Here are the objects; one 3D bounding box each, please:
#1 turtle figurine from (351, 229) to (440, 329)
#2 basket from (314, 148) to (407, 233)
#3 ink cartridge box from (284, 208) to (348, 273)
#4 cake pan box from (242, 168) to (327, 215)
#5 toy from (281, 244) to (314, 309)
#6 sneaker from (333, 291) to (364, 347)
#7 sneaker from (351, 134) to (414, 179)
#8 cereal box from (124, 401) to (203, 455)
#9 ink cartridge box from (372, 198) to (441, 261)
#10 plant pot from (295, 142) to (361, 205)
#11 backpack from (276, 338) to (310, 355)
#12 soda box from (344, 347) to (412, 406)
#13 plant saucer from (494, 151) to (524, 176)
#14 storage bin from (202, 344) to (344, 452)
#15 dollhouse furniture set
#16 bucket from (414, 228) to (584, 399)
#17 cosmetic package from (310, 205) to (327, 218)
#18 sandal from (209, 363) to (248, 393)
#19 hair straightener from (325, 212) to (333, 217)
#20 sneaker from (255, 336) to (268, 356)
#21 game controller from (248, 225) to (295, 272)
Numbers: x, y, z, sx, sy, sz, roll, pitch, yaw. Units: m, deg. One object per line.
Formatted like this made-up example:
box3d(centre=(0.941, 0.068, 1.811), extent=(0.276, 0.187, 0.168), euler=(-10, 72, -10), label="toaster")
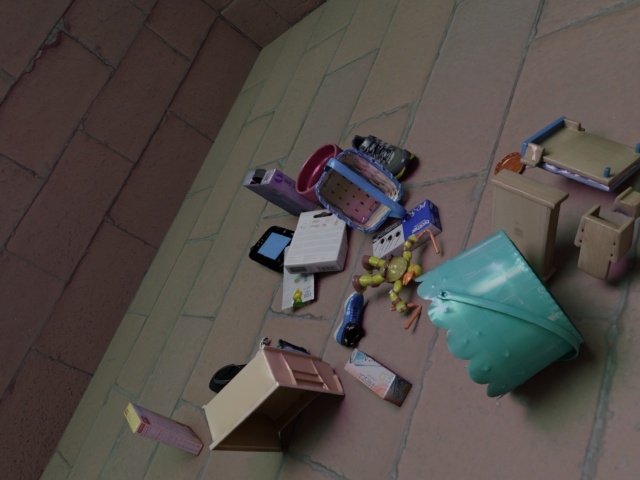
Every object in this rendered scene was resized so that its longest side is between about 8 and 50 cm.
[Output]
box3d(centre=(0.180, 0.093, 1.412), extent=(0.217, 0.087, 0.269), euler=(-8, 61, 47), label="turtle figurine")
box3d(centre=(0.109, -0.147, 1.597), extent=(0.201, 0.255, 0.289), euler=(-53, 9, 2), label="basket")
box3d(centre=(0.000, 0.000, 1.790), extent=(0.189, 0.066, 0.232), euler=(-7, 43, 25), label="ink cartridge box")
box3d(centre=(-0.131, -0.170, 2.009), extent=(0.246, 0.267, 0.070), euler=(4, 67, 61), label="cake pan box")
box3d(centre=(-0.060, 0.112, 1.829), extent=(0.137, 0.056, 0.237), euler=(-23, 48, 33), label="toy")
box3d(centre=(0.091, 0.214, 1.484), extent=(0.152, 0.058, 0.085), euler=(-65, 23, -6), label="sneaker")
box3d(centre=(0.188, -0.272, 1.767), extent=(0.111, 0.121, 0.300), euler=(-58, 28, -1), label="sneaker")
box3d(centre=(-0.523, 0.625, 1.832), extent=(0.173, 0.240, 0.047), euler=(10, 70, 60), label="cereal box")
box3d(centre=(0.233, -0.017, 1.517), extent=(0.207, 0.046, 0.097), euler=(-37, 35, 33), label="ink cartridge box")
box3d(centre=(0.047, -0.196, 1.846), extent=(0.201, 0.180, 0.201), euler=(-38, 34, 32), label="plant pot")
box3d(centre=(-0.092, 0.359, 1.577), extent=(0.114, 0.105, 0.084), euler=(-62, 27, 1), label="backpack")
box3d(centre=(0.133, 0.323, 1.313), extent=(0.062, 0.058, 0.183), euler=(-60, 29, -5), label="soda box")
box3d(centre=(0.465, -0.179, 1.353), extent=(0.083, 0.013, 0.083), euler=(-38, 32, 30), label="plant saucer")
box3d(centre=(-0.117, 0.413, 1.409), extent=(0.262, 0.260, 0.123), euler=(-47, 47, 18), label="storage bin")
box3d(centre=(0.526, -0.073, 1.101), extent=(0.303, 0.198, 0.286), euler=(-34, 44, -24), label="dollhouse furniture set")
box3d(centre=(0.324, 0.127, 0.998), extent=(0.183, 0.281, 0.281), euler=(-37, 33, 17), label="bucket")
box3d(centre=(-0.028, -0.062, 1.926), extent=(0.115, 0.041, 0.060), euler=(-50, 0, 42), label="cosmetic package")
box3d(centre=(-0.304, 0.454, 1.862), extent=(0.255, 0.055, 0.097), euler=(-26, 40, 43), label="sandal")
box3d(centre=(-0.023, 0.010, 1.881), extent=(0.230, 0.047, 0.089), euler=(-43, 31, 15), label="hair straightener")
box3d(centre=(-0.182, 0.357, 1.805), extent=(0.037, 0.032, 0.083), euler=(0, 66, 42), label="sneaker")
box3d(centre=(-0.166, 0.027, 2.072), extent=(0.166, 0.067, 0.319), euler=(-61, 29, -7), label="game controller")
